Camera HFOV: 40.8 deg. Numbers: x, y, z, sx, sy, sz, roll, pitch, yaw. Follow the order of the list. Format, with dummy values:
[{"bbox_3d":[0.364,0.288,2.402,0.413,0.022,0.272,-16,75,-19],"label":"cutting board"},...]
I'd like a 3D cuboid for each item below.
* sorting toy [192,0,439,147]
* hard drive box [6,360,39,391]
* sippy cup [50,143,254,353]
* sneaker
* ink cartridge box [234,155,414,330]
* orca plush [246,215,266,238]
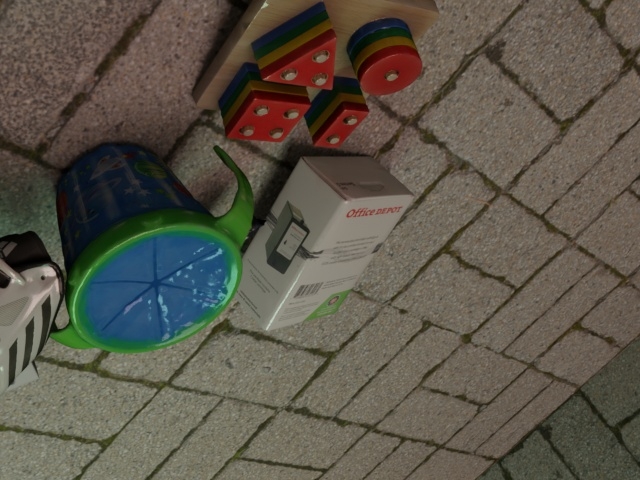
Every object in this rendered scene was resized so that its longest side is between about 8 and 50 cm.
[{"bbox_3d":[0.000,-0.225,1.159,0.257,0.089,0.255,1,150,-35],"label":"sorting toy"},{"bbox_3d":[-0.531,0.137,1.235,0.181,0.089,0.232,-22,139,-15],"label":"hard drive box"},{"bbox_3d":[-0.252,-0.005,1.171,0.305,0.224,0.240,-12,138,-25],"label":"sippy cup"},{"bbox_3d":[-0.458,0.033,0.961,0.257,0.169,0.447,-47,147,-20],"label":"sneaker"},{"bbox_3d":[0.000,0.000,1.403,0.198,0.115,0.273,-8,137,-53],"label":"ink cartridge box"},{"bbox_3d":[-0.229,0.012,1.301,0.287,0.151,0.102,-27,106,30],"label":"orca plush"}]
